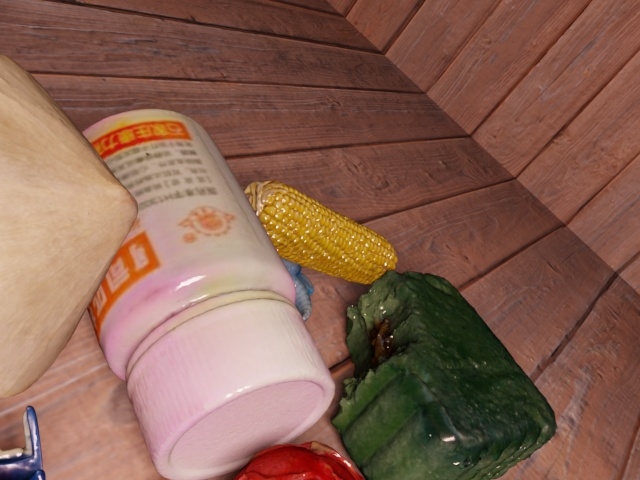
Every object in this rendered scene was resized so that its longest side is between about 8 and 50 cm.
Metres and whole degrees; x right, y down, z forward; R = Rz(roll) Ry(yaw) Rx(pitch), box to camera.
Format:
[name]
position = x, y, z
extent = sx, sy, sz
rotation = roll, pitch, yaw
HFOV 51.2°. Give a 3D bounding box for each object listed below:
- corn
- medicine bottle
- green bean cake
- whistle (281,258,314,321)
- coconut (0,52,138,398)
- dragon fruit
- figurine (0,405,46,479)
[corn]
position = 0.000, 0.000, 0.965
extent = 0.293, 0.106, 0.106
rotation = 26, 30, -38
[medicine bottle]
position = -0.153, 0.049, 0.758
extent = 0.219, 0.219, 0.388
rotation = 5, 44, -45
[green bean cake]
position = 0.140, 0.196, 0.938
extent = 0.300, 0.169, 0.308
rotation = 7, 41, -46
[whistle]
position = -0.083, 0.040, 0.979
extent = 0.180, 0.093, 0.269
rotation = 40, 29, -9
[coconut]
position = -0.307, -0.015, 0.565
extent = 0.328, 0.329, 0.329
rotation = 28, 30, -18
[dragon fruit]
position = -0.022, 0.279, 0.627
extent = 0.172, 0.172, 0.209
rotation = 45, 18, 12
[figurine]
position = -0.325, 0.194, 0.471
extent = 0.262, 0.121, 0.164
rotation = 5, 11, -13
